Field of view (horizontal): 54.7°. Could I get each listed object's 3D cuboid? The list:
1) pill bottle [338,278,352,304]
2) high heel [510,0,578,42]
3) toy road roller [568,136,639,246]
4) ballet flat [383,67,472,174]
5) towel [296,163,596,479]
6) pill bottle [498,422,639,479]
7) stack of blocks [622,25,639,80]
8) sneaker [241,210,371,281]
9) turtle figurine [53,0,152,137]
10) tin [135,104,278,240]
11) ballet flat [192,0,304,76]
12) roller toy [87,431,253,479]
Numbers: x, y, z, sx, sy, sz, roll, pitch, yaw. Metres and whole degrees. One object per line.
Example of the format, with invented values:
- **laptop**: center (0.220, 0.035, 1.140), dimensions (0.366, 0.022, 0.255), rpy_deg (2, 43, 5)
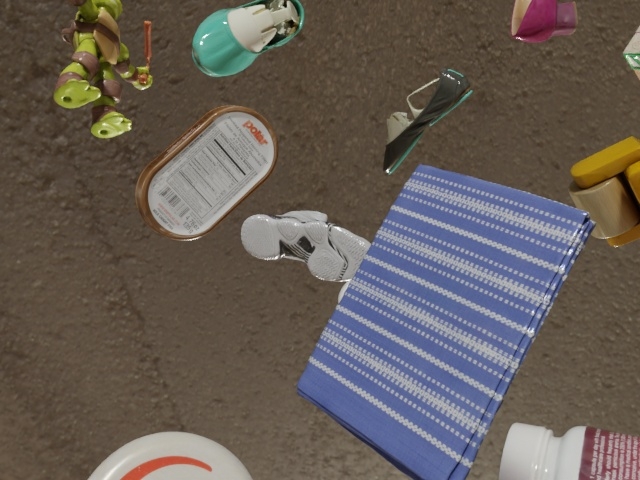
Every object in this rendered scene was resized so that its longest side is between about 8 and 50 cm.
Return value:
- **pill bottle**: center (0.100, 0.165, 1.304), dimensions (0.112, 0.112, 0.186), rpy_deg (1, 146, 8)
- **high heel**: center (0.528, -0.689, 1.563), dimensions (0.181, 0.377, 0.127), rpy_deg (-12, 172, -20)
- **toy road roller**: center (0.715, -0.101, 1.306), dimensions (0.329, 0.240, 0.202), rpy_deg (-27, 108, 27)
- **ballet flat**: center (0.217, -0.275, 1.400), dimensions (0.096, 0.095, 0.280), rpy_deg (44, 116, -1)
- **towel**: center (0.131, 0.085, 0.711), dimensions (0.243, 0.336, 0.040), rpy_deg (24, 172, 41)
- **pill bottle**: center (0.501, 0.429, 0.998), dimensions (0.392, 0.224, 0.224), rpy_deg (5, 132, 28)
- **stack of blocks**: center (0.625, -0.286, 0.933), dimensions (0.171, 0.297, 0.087), rpy_deg (36, 86, -34)
- **sneaker**: center (0.000, 0.000, 1.560), dimensions (0.366, 0.210, 0.137), rpy_deg (13, 104, 27)
- **turtle figurine**: center (-0.294, -0.259, 0.802), dimensions (0.087, 0.217, 0.269), rpy_deg (-5, 153, 3)
- **tin**: center (-0.132, -0.080, 0.738), dimensions (0.190, 0.040, 0.106), rpy_deg (-45, 117, -10)
- **ballet flat**: center (-0.090, -0.301, 0.865), dimensions (0.087, 0.247, 0.083), rpy_deg (-24, 108, 33)
- **roller toy**: center (-0.164, 0.306, 0.652), dimensions (0.209, 0.191, 0.146), rpy_deg (-8, 159, -26)
